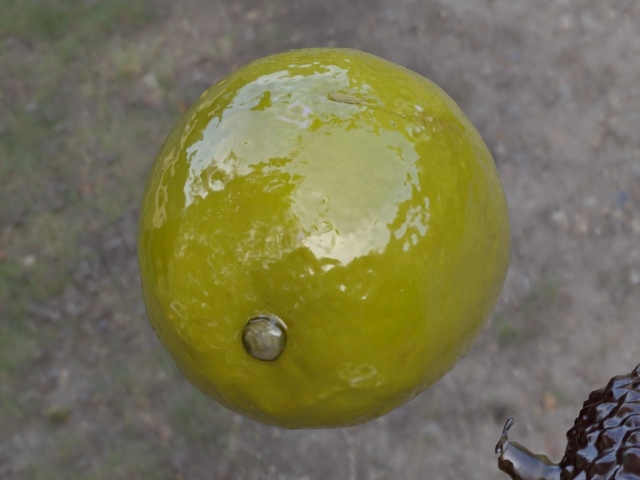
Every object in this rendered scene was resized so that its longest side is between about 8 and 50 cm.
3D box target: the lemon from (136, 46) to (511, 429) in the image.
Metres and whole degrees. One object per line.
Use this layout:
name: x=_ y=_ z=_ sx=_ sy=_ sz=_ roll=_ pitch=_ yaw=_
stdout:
lemon: x=0.000 y=0.000 z=1.700 sx=0.348 sy=0.348 sz=0.348 roll=-10 pitch=46 yaw=11

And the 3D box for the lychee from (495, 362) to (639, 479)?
lychee: x=0.260 y=0.215 z=1.410 sx=0.300 sy=0.264 sz=0.264 roll=25 pitch=60 yaw=17
